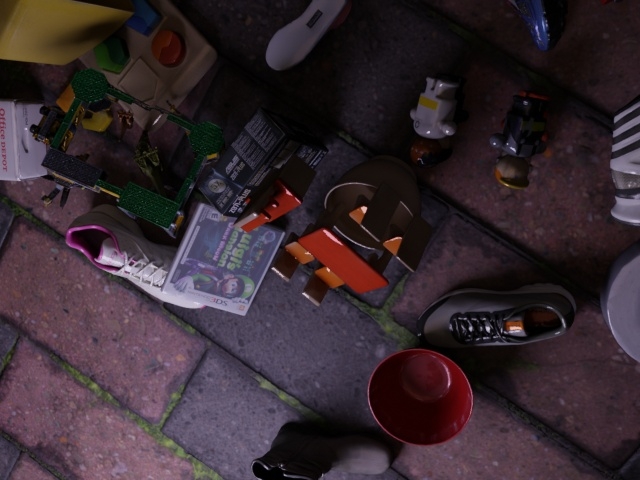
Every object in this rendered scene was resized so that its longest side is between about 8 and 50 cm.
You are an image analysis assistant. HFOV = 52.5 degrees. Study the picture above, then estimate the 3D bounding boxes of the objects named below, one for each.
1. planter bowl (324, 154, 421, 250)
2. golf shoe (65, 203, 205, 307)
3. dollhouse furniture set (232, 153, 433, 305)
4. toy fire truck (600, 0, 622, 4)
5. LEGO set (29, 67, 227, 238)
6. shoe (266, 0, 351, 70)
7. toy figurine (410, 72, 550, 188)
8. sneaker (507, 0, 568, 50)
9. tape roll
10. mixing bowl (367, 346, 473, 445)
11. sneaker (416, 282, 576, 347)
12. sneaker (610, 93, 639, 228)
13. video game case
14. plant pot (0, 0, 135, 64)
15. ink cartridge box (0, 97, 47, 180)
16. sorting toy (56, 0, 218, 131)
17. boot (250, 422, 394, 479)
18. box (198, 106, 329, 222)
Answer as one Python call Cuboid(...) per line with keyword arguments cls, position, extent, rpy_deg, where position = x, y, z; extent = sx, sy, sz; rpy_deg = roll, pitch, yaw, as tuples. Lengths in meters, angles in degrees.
Cuboid(cls="planter bowl", position=(0.102, -0.074, 1.098), extent=(0.162, 0.109, 0.162), rpy_deg=(19, 144, 14))
Cuboid(cls="golf shoe", position=(-0.350, 0.047, 1.244), extent=(0.306, 0.140, 0.115), rpy_deg=(30, 106, 6))
Cuboid(cls="dollhouse furniture set", position=(0.000, 0.000, 1.046), extent=(0.259, 0.135, 0.262), rpy_deg=(41, 144, -19))
Cuboid(cls="toy fire truck", position=(0.456, -0.437, 0.982), extent=(0.192, 0.047, 0.135), rpy_deg=(-19, 94, 17))
Cuboid(cls="LEGO set", position=(-0.337, -0.146, 1.193), extent=(0.332, 0.192, 0.254), rpy_deg=(17, 82, -6))
Cuboid(cls="shoe", position=(-0.016, -0.357, 1.103), extent=(0.063, 0.081, 0.178), rpy_deg=(46, 105, 3))
Cuboid(cls="toy figurine", position=(0.244, -0.166, 1.007), extent=(0.213, 0.209, 0.148), rpy_deg=(16, 110, 12))
Cuboid(cls="sneaker", position=(0.316, -0.400, 1.017), extent=(0.087, 0.083, 0.221), rpy_deg=(-9, 112, 54))
Cuboid(cls="tape roll", position=(0.573, 0.100, 1.044), extent=(0.219, 0.072, 0.219), rpy_deg=(3, 102, 14))
Cuboid(cls="mixing bowl", position=(0.183, 0.264, 1.165), extent=(0.182, 0.098, 0.181), rpy_deg=(3, 101, 15))
Cuboid(cls="sneaker", position=(0.294, 0.134, 1.107), extent=(0.272, 0.108, 0.100), rpy_deg=(-12, 99, 18))
Cuboid(cls="sneaker", position=(0.650, -0.164, 0.920), extent=(0.448, 0.169, 0.257), rpy_deg=(-5, 101, 18))
Cuboid(cls="video game case", position=(-0.179, 0.037, 1.203), extent=(0.173, 0.022, 0.190), rpy_deg=(19, 105, -27))
Cuboid(cls="plant pot", position=(-0.499, -0.432, 1.146), extent=(0.187, 0.212, 0.212), rpy_deg=(-39, 75, 33))
Cuboid(cls="ink cartridge box", position=(-0.669, -0.207, 1.301), extent=(0.218, 0.092, 0.158), rpy_deg=(5, 102, 16))
Cuboid(cls="sorting toy", position=(-0.366, -0.320, 1.225), extent=(0.229, 0.041, 0.307), rpy_deg=(46, 108, 2))
Cuboid(cls="boot", position=(0.006, 0.423, 1.210), extent=(0.247, 0.161, 0.083), rpy_deg=(5, 103, 14))
Cuboid(cls="box", position=(-0.097, -0.125, 1.129), extent=(0.180, 0.147, 0.077), rpy_deg=(-50, 65, 19))
